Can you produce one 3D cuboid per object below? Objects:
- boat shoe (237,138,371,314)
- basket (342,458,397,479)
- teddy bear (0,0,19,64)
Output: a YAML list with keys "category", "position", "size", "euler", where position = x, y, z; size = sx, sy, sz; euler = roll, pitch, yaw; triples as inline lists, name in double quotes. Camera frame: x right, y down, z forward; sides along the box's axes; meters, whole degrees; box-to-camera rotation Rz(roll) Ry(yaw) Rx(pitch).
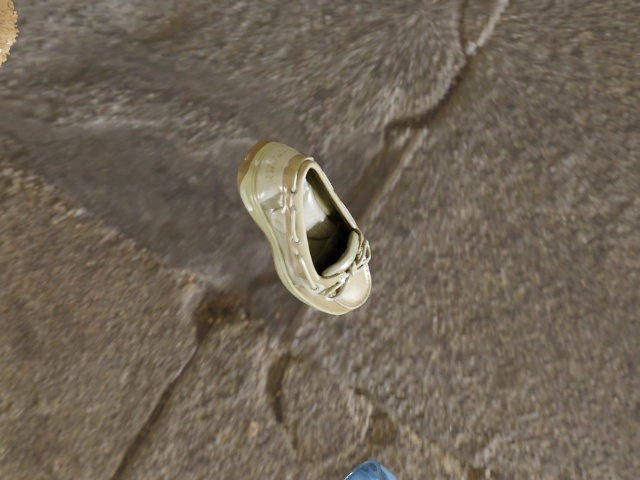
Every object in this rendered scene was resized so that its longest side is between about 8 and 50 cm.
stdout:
- category: "boat shoe"
  position: [0.001, -0.002, 0.842]
  size: [0.048, 0.153, 0.056]
  euler: [17, 59, 37]
- category: "basket"
  position: [-0.035, 0.327, 1.138]
  size: [0.201, 0.255, 0.289]
  euler: [41, 99, -10]
- category: "teddy bear"
  position: [-0.297, -0.090, 0.678]
  size: [0.113, 0.338, 0.245]
  euler: [-17, 116, 30]
